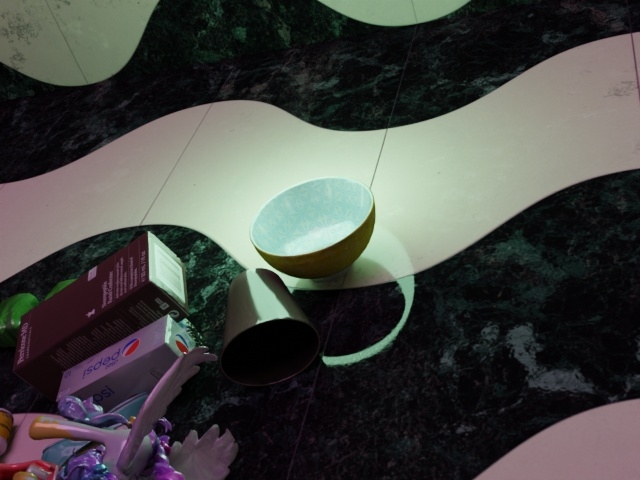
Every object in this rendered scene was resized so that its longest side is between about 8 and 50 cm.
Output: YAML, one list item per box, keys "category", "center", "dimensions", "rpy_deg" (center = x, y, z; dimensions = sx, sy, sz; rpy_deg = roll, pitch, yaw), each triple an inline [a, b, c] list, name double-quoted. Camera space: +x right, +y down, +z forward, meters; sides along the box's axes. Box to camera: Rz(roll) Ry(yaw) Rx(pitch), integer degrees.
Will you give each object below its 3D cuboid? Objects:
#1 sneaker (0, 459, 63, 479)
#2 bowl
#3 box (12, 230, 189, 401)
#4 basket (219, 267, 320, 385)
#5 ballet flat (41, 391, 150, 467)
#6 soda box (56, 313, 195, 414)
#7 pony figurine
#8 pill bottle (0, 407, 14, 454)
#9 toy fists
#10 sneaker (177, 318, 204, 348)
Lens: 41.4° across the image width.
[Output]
- category: "sneaker"
  center: [-0.481, 0.467, 1.549]
  dimensions: [0.313, 0.136, 0.116]
  rpy_deg: [-4, 39, 22]
- category: "bowl"
  center: [0.000, 0.000, 1.917]
  dimensions: [0.289, 0.156, 0.289]
  rpy_deg: [-14, 35, 10]
- category: "box"
  center: [-0.483, 0.166, 1.870]
  dimensions: [0.381, 0.143, 0.191]
  rpy_deg: [-34, 35, 11]
- category: "basket"
  center: [-0.118, 0.167, 1.764]
  dimensions: [0.204, 0.154, 0.227]
  rpy_deg: [-19, 31, 0]
- category: "ballet flat"
  center: [-0.427, 0.398, 1.680]
  dimensions: [0.247, 0.083, 0.087]
  rpy_deg: [-29, 60, -12]
- category: "soda box"
  center: [-0.399, 0.270, 1.747]
  dimensions: [0.286, 0.098, 0.091]
  rpy_deg: [-28, 32, 16]
- category: "pony figurine"
  center: [-0.322, 0.370, 1.437]
  dimensions: [0.363, 0.303, 0.351]
  rpy_deg: [5, 40, 28]
- category: "pill bottle"
  center: [-0.689, 0.415, 1.785]
  dimensions: [0.065, 0.065, 0.116]
  rpy_deg: [-17, 36, 5]
- category: "toy fists"
  center: [-0.688, 0.189, 2.067]
  dimensions: [0.279, 0.096, 0.142]
  rpy_deg: [-15, 25, 11]
- category: "sneaker"
  center: [-0.321, 0.202, 1.875]
  dimensions: [0.086, 0.085, 0.237]
  rpy_deg: [-35, 35, -8]
